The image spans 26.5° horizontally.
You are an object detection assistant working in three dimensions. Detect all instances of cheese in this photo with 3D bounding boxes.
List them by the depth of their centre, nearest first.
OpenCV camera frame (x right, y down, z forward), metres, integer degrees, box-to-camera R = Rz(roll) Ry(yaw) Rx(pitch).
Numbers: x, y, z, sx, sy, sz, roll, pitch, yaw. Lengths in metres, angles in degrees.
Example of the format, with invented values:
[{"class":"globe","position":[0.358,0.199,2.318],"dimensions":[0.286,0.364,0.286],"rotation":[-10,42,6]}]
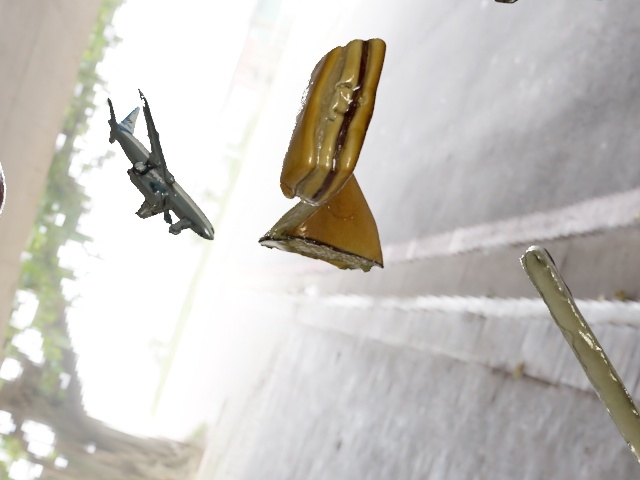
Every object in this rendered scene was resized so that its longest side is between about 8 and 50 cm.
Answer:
[{"class":"cheese","position":[0.310,0.181,1.372],"dimensions":[0.034,0.400,0.085],"rotation":[-31,-1,10]}]

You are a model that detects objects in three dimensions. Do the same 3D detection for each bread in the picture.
[{"class":"bread","position":[0.013,-0.142,1.564],"dimensions":[0.116,0.077,0.200],"rotation":[127,160,-63]},{"class":"bread","position":[0.000,0.000,2.093],"dimensions":[0.160,0.169,0.140],"rotation":[-28,9,-29]}]

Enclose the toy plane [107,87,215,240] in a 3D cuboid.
[{"class":"toy plane","position":[-0.195,-0.076,1.605],"dimensions":[0.226,0.058,0.226],"rotation":[57,154,30]}]

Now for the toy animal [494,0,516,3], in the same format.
[{"class":"toy animal","position":[0.285,-0.386,1.683],"dimensions":[0.084,0.148,0.232],"rotation":[39,-120,-52]}]

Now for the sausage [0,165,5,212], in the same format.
[{"class":"sausage","position":[-0.466,-0.053,1.645],"dimensions":[0.280,0.152,0.152],"rotation":[-33,36,64]}]
